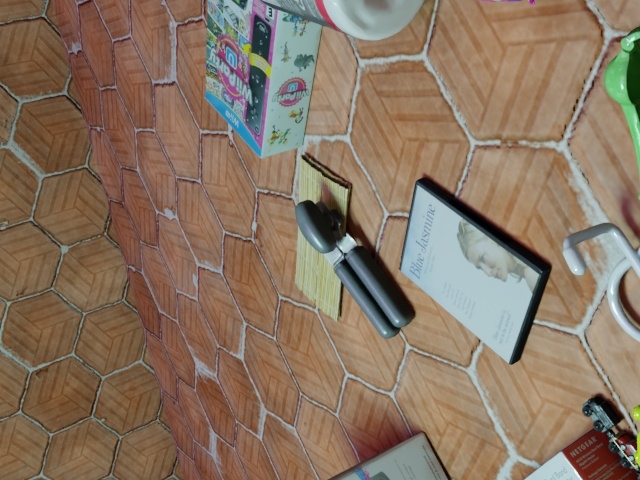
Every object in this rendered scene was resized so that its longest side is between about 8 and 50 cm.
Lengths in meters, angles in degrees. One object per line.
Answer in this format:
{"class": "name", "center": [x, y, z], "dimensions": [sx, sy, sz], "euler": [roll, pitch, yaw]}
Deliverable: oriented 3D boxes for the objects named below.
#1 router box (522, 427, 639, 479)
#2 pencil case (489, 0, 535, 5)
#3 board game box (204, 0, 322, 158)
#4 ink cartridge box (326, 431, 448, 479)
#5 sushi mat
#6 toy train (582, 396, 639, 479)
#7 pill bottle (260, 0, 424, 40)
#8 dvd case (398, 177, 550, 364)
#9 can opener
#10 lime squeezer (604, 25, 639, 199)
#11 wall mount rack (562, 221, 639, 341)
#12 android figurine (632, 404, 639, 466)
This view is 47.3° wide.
{"class": "router box", "center": [0.378, 0.465, 1.016], "dimensions": [0.301, 0.082, 0.335], "euler": [54, 147, 25]}
{"class": "pencil case", "center": [0.202, -0.374, 0.777], "dimensions": [0.104, 0.104, 0.236], "euler": [41, 142, 40]}
{"class": "board game box", "center": [-0.110, -0.337, 1.306], "dimensions": [0.224, 0.097, 0.303], "euler": [48, 145, 33]}
{"class": "ink cartridge box", "center": [0.055, 0.489, 1.332], "dimensions": [0.131, 0.306, 0.226], "euler": [61, 150, 14]}
{"class": "sushi mat", "center": [0.000, 0.000, 1.408], "dimensions": [0.151, 0.019, 0.316], "euler": [40, 139, 39]}
{"class": "toy train", "center": [0.394, 0.267, 0.927], "dimensions": [0.158, 0.027, 0.036], "euler": [56, 137, 22]}
{"class": "pill bottle", "center": [-0.008, -0.399, 1.018], "dimensions": [0.318, 0.176, 0.176], "euler": [36, 136, 44]}
{"class": "dvd case", "center": [0.215, 0.042, 1.081], "dimensions": [0.253, 0.022, 0.180], "euler": [43, 141, 38]}
{"class": "can opener", "center": [0.048, 0.050, 1.275], "dimensions": [0.280, 0.093, 0.074], "euler": [52, 130, 13]}
{"class": "lime squeezer", "center": [0.342, -0.176, 0.708], "dimensions": [0.110, 0.059, 0.310], "euler": [49, 144, 32]}
{"class": "wall mount rack", "center": [0.393, 0.071, 0.692], "dimensions": [0.304, 0.130, 0.350], "euler": [63, 150, 17]}
{"class": "android figurine", "center": [0.459, 0.256, 0.782], "dimensions": [0.273, 0.056, 0.248], "euler": [12, 119, 55]}
